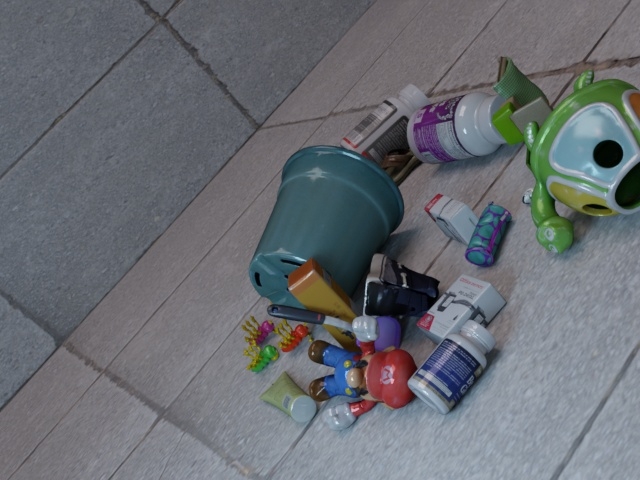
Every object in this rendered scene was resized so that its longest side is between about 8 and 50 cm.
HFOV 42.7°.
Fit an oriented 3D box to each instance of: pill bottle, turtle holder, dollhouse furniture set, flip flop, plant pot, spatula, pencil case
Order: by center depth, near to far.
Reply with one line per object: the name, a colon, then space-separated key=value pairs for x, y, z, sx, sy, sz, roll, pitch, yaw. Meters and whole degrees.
pill bottle: x=0.249 y=0.233 z=1.525 sx=0.169 sy=0.094 sz=0.094 roll=-48 pitch=23 yaw=-12
turtle holder: x=0.523 y=-0.148 z=1.573 sx=0.320 sy=0.243 sz=0.227 roll=-32 pitch=40 yaw=3
spatula: x=0.029 y=0.179 z=1.786 sx=0.030 sy=0.297 sz=0.084 roll=112 pitch=170 yaw=-64
pencil case: x=0.370 y=-0.012 z=1.801 sx=0.070 sy=0.064 sz=0.151 roll=-33 pitch=22 yaw=52
dollhouse furniture set: x=0.527 y=-0.332 z=1.938 sx=0.151 sy=0.197 sz=0.301 roll=-28 pitch=27 yaw=34
plant pot: x=0.000 y=0.000 z=2.045 sx=0.341 sy=0.341 sz=0.334 roll=-19 pitch=35 yaw=44
pill bottle: x=0.381 y=-0.299 z=2.157 sx=0.301 sy=0.169 sz=0.169 roll=-5 pitch=43 yaw=56
flip flop: x=0.237 y=-0.240 z=2.402 sx=0.277 sy=0.080 sz=0.112 roll=-39 pitch=23 yaw=8
pill bottle: x=0.212 y=-0.335 z=2.509 sx=0.283 sy=0.161 sz=0.161 roll=-42 pitch=22 yaw=0

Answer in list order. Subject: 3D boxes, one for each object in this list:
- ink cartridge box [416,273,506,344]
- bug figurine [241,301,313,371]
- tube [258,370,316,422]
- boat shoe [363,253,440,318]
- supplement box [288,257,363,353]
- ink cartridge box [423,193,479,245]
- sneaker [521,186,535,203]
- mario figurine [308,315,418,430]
ink cartridge box: x=0.285 y=0.147 z=1.658 sx=0.150 sy=0.063 sz=0.109 roll=-47 pitch=23 yaw=-10
bug figurine: x=-0.116 y=0.234 z=2.151 sx=0.216 sy=0.072 sz=0.279 roll=-44 pitch=26 yaw=14
tube: x=-0.076 y=0.360 z=1.892 sx=0.070 sy=0.062 sz=0.240 roll=-3 pitch=5 yaw=-21
boat shoe: x=0.186 y=0.112 z=1.848 sx=0.158 sy=0.127 sz=0.340 roll=6 pitch=12 yaw=6
supplement box: x=0.028 y=0.153 z=1.848 sx=0.078 sy=0.233 sz=0.080 roll=-37 pitch=18 yaw=11
ink cartridge box: x=0.314 y=-0.047 z=1.909 sx=0.056 sy=0.099 sz=0.135 roll=-44 pitch=22 yaw=-4
sneaker: x=0.484 y=-0.103 z=1.817 sx=0.083 sy=0.032 sz=0.037 roll=-32 pitch=25 yaw=26
mario figurine: x=0.060 y=0.269 z=1.657 sx=0.170 sy=0.198 sz=0.320 roll=-40 pitch=15 yaw=-28
